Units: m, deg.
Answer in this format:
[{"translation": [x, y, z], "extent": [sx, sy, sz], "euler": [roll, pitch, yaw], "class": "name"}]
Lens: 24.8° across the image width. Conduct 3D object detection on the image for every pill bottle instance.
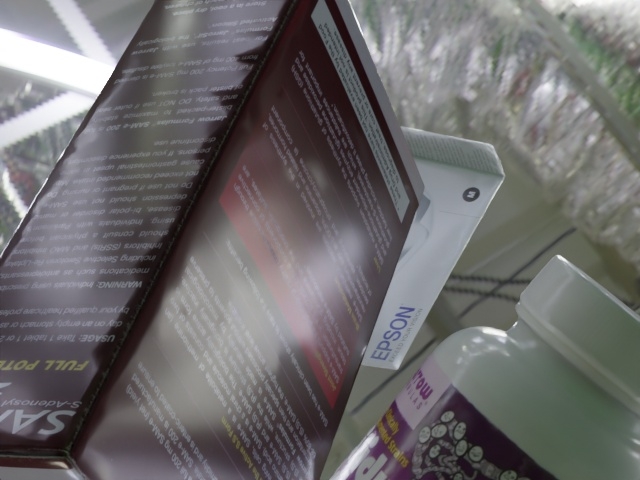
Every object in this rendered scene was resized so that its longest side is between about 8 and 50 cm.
[{"translation": [0.102, 0.163, 0.914], "extent": [0.169, 0.169, 0.301], "euler": [38, -84, -1], "class": "pill bottle"}]

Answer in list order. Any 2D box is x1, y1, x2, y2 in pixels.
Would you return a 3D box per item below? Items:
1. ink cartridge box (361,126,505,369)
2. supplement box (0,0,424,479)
[{"translation": [0.000, 0.000, 1.144], "extent": [0.224, 0.223, 0.045], "euler": [10, -142, -20], "class": "ink cartridge box"}, {"translation": [-0.041, 0.019, 0.521], "extent": [0.073, 0.130, 0.239], "euler": [-3, -136, 27], "class": "supplement box"}]
